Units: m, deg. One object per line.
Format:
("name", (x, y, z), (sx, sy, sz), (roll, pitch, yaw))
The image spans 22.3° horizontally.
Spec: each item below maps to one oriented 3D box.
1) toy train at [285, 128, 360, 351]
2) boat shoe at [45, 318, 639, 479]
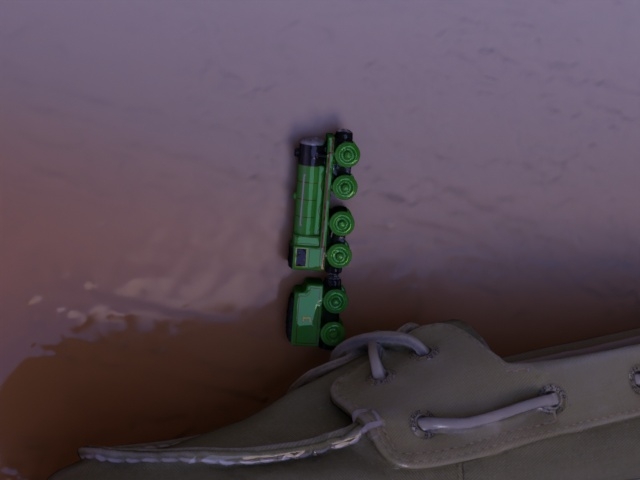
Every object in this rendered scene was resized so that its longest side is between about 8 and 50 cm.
("toy train", (0.000, 0.000, 0.594), (0.024, 0.017, 0.083), (3, 101, -4))
("boat shoe", (0.039, 0.076, 0.587), (0.302, 0.109, 0.094), (-1, 86, -23))
